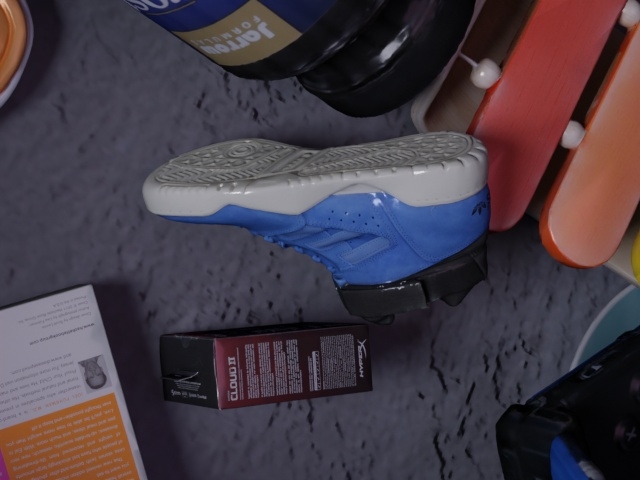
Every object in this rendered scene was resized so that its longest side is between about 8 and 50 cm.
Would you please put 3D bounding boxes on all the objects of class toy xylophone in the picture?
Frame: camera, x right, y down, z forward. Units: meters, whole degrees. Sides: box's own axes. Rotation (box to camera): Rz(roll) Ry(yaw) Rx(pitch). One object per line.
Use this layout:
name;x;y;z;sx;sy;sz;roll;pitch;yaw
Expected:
toy xylophone;0.194;-0.068;0.707;0.322;0.081;0.236;24;75;-15

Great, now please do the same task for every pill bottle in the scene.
pill bottle;-0.038;-0.142;0.569;0.219;0.122;0.123;32;73;-36

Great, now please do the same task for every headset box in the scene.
headset box;-0.028;0.054;0.609;0.083;0.062;0.032;-5;90;-29

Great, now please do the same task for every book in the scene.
book;-0.123;0.100;0.575;0.096;0.035;0.144;-16;95;-25

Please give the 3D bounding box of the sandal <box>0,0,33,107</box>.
sandal;-0.229;-0.104;0.501;0.265;0.076;0.102;19;79;-26

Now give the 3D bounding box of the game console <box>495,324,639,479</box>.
game console;0.188;0.194;0.561;0.250;0.173;0.293;-27;112;-33

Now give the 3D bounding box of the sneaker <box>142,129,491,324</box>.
sneaker;0.000;0.000;0.613;0.152;0.058;0.085;-4;117;5

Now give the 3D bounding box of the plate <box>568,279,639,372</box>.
plate;0.206;0.106;0.744;0.188;0.024;0.188;3;81;-21
